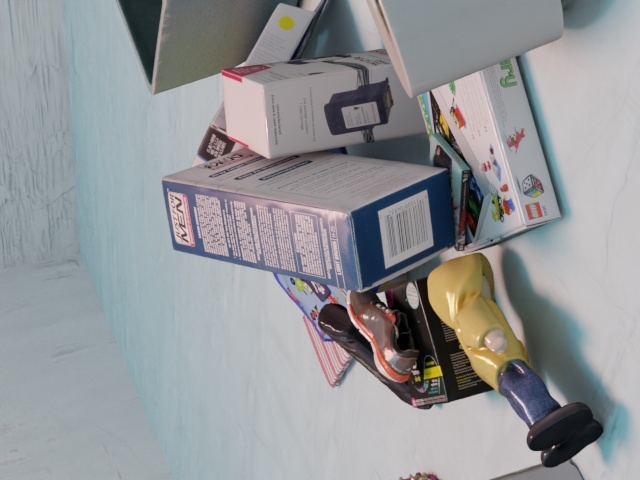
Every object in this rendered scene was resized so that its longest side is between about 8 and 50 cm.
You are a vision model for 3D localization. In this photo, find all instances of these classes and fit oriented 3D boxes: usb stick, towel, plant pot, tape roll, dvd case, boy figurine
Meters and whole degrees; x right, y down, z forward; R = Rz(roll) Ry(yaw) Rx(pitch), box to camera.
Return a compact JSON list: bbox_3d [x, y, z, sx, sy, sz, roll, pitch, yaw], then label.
[{"bbox_3d":[0.082,0.164,1.932,0.077,0.045,0.278,32,172,39],"label":"usb stick"},{"bbox_3d":[0.018,0.155,2.363,0.197,0.029,0.144,111,141,-63],"label":"towel"},{"bbox_3d":[-0.168,-0.409,2.159,0.247,0.252,0.247,110,142,-57],"label":"plant pot"},{"bbox_3d":[0.124,-0.288,1.423,0.246,0.169,0.246,-22,-90,-88],"label":"tape roll"},{"bbox_3d":[0.154,-0.058,1.685,0.087,0.013,0.119,-123,24,-48],"label":"dvd case"},{"bbox_3d":[0.219,0.133,1.647,0.177,0.092,0.285,49,-171,-49],"label":"boy figurine"}]

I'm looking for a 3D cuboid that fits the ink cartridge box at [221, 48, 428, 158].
[{"bbox_3d":[0.011,-0.183,1.831,0.172,0.237,0.100,-149,51,-64],"label":"ink cartridge box"}]

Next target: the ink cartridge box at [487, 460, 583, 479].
[{"bbox_3d":[0.254,0.440,1.719,0.307,0.129,0.223,105,148,-54],"label":"ink cartridge box"}]

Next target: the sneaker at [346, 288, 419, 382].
[{"bbox_3d":[0.088,0.105,1.790,0.065,0.061,0.158,-55,47,32],"label":"sneaker"}]

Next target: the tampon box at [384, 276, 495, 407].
[{"bbox_3d":[0.164,0.123,1.802,0.120,0.101,0.161,149,107,-70],"label":"tampon box"}]

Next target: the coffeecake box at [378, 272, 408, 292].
[{"bbox_3d":[0.057,-0.016,2.064,0.185,0.068,0.142,-147,48,-63],"label":"coffeecake box"}]

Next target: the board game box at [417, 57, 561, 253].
[{"bbox_3d":[0.181,-0.149,1.646,0.193,0.053,0.305,150,106,-72],"label":"board game box"}]

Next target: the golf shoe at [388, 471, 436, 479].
[{"bbox_3d":[0.134,0.455,2.000,0.306,0.115,0.140,-61,-45,-66],"label":"golf shoe"}]

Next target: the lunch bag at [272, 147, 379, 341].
[{"bbox_3d":[0.000,0.000,1.987,0.293,0.138,0.221,60,154,15],"label":"lunch bag"}]

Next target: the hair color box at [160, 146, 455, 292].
[{"bbox_3d":[-0.020,-0.036,1.732,0.347,0.174,0.105,12,117,45],"label":"hair color box"}]

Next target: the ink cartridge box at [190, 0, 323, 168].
[{"bbox_3d":[-0.099,-0.217,2.083,0.307,0.072,0.303,-65,3,-24],"label":"ink cartridge box"}]
